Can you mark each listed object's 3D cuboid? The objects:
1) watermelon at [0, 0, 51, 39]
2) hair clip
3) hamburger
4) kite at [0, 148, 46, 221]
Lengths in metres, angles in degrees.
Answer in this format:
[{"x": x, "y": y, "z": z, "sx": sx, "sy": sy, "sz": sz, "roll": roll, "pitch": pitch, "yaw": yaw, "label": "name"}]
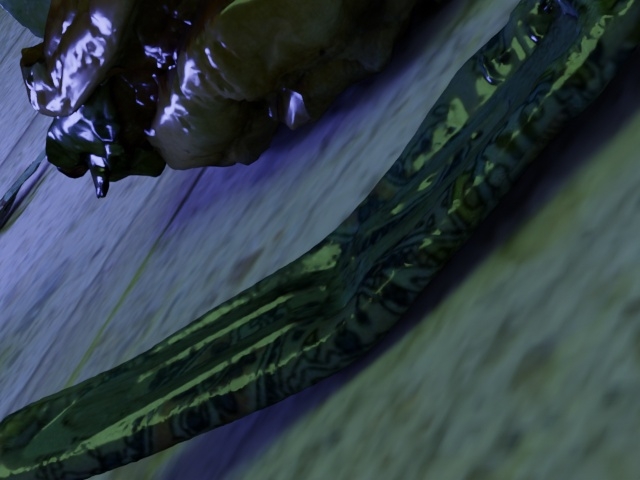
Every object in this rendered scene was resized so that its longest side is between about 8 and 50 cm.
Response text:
[{"x": -0.117, "y": -0.122, "z": 0.785, "sx": 0.158, "sy": 0.098, "sz": 0.121, "roll": -16, "pitch": 24, "yaw": 52, "label": "watermelon"}, {"x": 0.002, "y": 0.001, "z": 0.371, "sx": 0.229, "sy": 0.036, "sz": 0.066, "roll": -39, "pitch": 26, "yaw": 15, "label": "hair clip"}, {"x": -0.034, "y": -0.122, "z": 0.544, "sx": 0.206, "sy": 0.130, "sz": 0.183, "roll": -29, "pitch": 26, "yaw": 52, "label": "hamburger"}, {"x": -0.221, "y": 0.026, "z": 0.867, "sx": 0.250, "sy": 0.012, "sz": 0.229, "roll": -53, "pitch": 23, "yaw": -7, "label": "kite"}]
